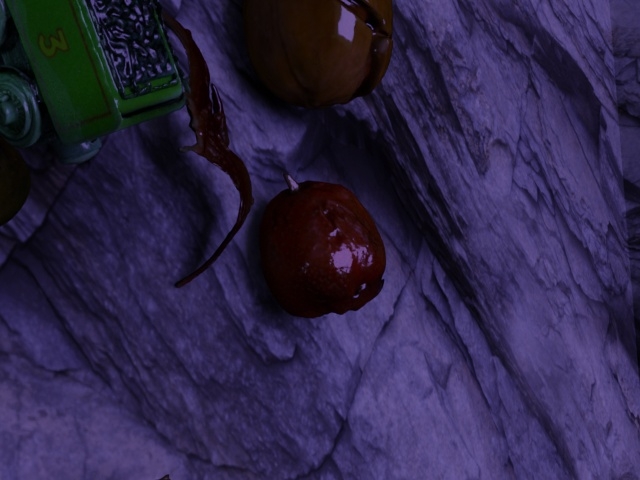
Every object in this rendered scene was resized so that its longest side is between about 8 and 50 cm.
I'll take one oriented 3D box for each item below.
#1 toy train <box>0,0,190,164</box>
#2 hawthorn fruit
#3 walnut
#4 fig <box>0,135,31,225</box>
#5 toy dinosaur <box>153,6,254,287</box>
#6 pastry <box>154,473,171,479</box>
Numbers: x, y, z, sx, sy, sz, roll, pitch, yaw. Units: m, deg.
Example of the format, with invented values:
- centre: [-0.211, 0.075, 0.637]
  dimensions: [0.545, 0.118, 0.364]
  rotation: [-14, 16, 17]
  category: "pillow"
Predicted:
- centre: [-0.252, -0.200, 0.977]
  dimensions: [0.132, 0.188, 0.243]
  rotation: [-32, 105, -53]
  category: "toy train"
- centre: [0.006, 0.013, 1.291]
  dimensions: [0.173, 0.174, 0.179]
  rotation: [26, 61, -48]
  category: "hawthorn fruit"
- centre: [-0.007, -0.337, 1.345]
  dimensions: [0.209, 0.209, 0.336]
  rotation: [15, 61, -51]
  category: "walnut"
- centre: [-0.342, -0.042, 0.866]
  dimensions: [0.185, 0.127, 0.132]
  rotation: [-61, 141, -47]
  category: "fig"
- centre: [-0.171, -0.138, 1.164]
  dimensions: [0.206, 0.113, 0.327]
  rotation: [-94, 165, -57]
  category: "toy dinosaur"
- centre: [-0.119, 0.343, 0.962]
  dimensions: [0.235, 0.121, 0.257]
  rotation: [54, -18, 31]
  category: "pastry"
